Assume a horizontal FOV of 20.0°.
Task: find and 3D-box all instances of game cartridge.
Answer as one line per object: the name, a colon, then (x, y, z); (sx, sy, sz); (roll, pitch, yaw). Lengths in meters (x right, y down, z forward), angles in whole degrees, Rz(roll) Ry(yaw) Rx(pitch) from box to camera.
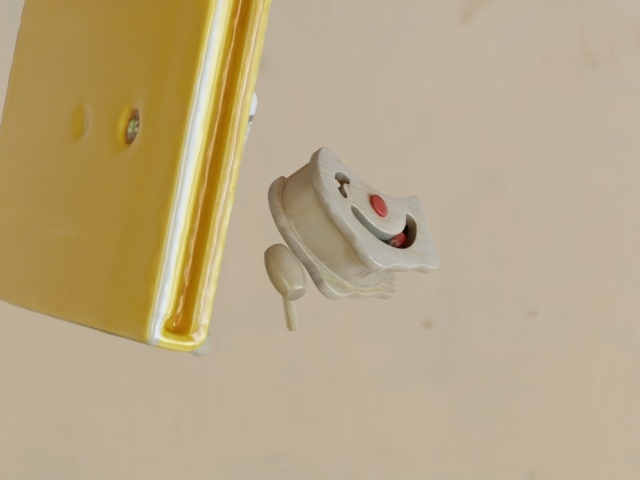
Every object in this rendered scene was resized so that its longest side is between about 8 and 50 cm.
game cartridge: (-0.151, -0.080, 1.315); (0.052, 0.285, 0.323); (12, 179, -31)

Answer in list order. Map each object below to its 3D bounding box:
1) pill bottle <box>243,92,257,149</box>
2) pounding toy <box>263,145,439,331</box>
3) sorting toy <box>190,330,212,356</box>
pill bottle: (-0.110, -0.100, 1.595); (0.094, 0.169, 0.094); (16, -168, -4)
pounding toy: (0.000, 0.000, 2.041); (0.155, 0.154, 0.269); (-34, 162, 26)
sorting toy: (-0.237, 0.001, 1.945); (0.041, 0.229, 0.307); (-36, 153, 8)
